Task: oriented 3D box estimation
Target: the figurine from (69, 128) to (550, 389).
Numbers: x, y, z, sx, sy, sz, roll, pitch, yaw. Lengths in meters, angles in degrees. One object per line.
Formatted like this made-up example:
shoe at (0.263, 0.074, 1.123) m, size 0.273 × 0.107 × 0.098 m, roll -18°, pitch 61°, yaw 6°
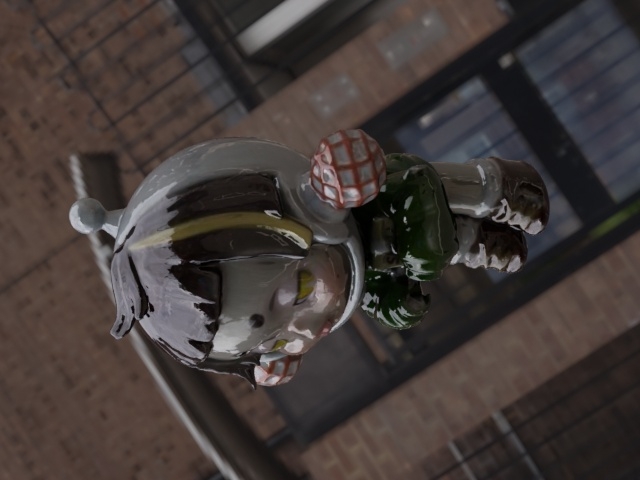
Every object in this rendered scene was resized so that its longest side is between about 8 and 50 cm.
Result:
figurine at (0.000, 0.000, 1.081) m, size 0.167 × 0.370 × 0.281 m, roll 65°, pitch 150°, yaw 32°
